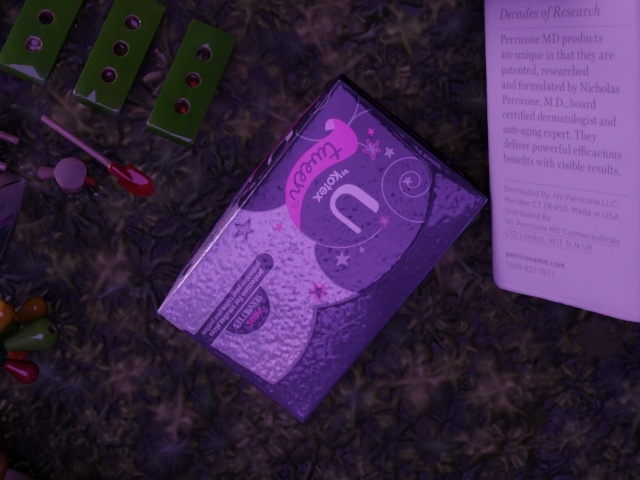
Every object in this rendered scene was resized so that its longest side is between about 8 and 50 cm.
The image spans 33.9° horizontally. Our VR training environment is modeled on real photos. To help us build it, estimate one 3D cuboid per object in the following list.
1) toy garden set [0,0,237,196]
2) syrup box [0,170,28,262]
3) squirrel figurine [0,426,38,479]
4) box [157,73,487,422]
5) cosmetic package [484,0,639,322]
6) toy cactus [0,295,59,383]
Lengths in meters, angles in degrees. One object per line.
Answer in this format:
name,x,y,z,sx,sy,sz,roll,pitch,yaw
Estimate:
toy garden set,-0.225,-0.130,0.914,0.244,0.049,0.203,22,77,-7
syrup box,-0.395,-0.047,0.929,0.237,0.093,0.096,21,100,-3
squirrel figurine,-0.357,0.353,0.863,0.397,0.370,0.281,-40,99,8
box,0.000,0.000,0.909,0.163,0.142,0.247,38,99,-6
cosmetic package,0.257,-0.189,0.804,0.230,0.162,0.453,-12,106,-34
toy cactus,-0.345,0.102,0.923,0.219,0.180,0.112,13,134,6
